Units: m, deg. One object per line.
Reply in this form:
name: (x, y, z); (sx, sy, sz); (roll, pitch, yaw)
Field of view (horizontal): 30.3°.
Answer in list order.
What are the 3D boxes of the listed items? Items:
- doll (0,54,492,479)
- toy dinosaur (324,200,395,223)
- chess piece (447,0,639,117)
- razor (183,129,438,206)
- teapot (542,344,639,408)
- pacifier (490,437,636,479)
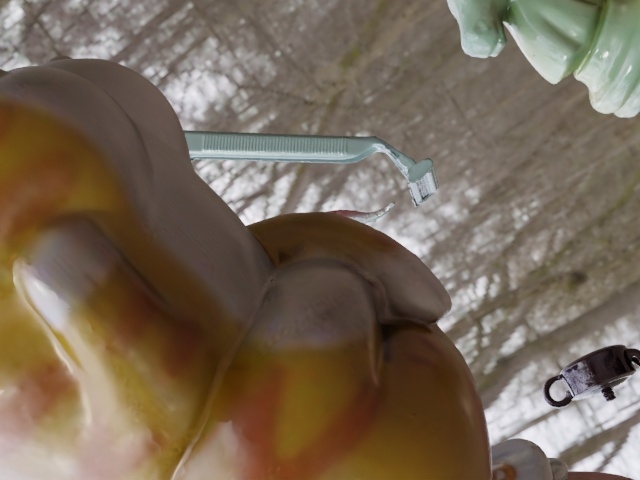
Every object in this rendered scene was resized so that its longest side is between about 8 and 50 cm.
doll: (-0.053, 0.045, 0.430); (0.270, 0.162, 0.166); (31, -163, 1)
toy dinosaur: (0.000, 0.000, 1.456); (0.053, 0.242, 0.167); (-27, -110, -44)
chess piece: (0.283, -0.277, 1.476); (0.298, 0.175, 0.175); (21, -155, -2)
razor: (-0.014, -0.092, 1.251); (0.111, 0.278, 0.056); (48, -127, -77)
teapot: (0.250, 0.126, 1.068); (0.045, 0.100, 0.068); (67, -166, 19)
pacifier: (0.131, 0.284, 0.975); (0.220, 0.332, 0.273); (95, 152, -59)
